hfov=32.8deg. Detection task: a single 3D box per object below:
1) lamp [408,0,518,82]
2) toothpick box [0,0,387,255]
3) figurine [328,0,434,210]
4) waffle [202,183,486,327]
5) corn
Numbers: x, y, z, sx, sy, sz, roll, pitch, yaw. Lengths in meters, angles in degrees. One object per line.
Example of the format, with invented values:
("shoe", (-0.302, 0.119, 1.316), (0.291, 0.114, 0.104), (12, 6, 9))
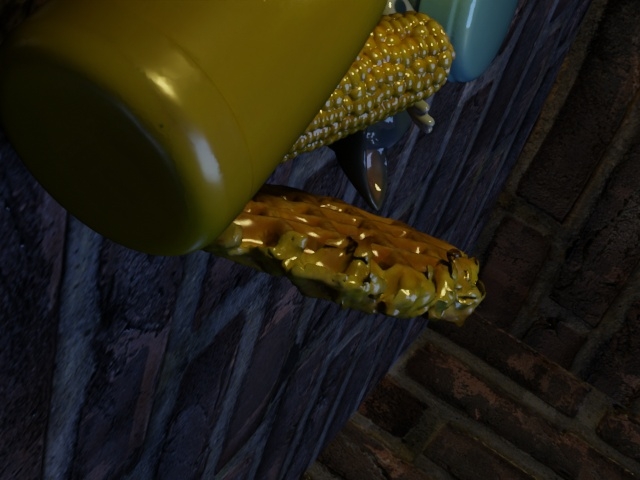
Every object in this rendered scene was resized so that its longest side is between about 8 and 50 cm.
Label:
("lamp", (0.173, -0.304, 1.201), (0.284, 0.147, 0.209), (-54, 170, 21))
("toothpick box", (-0.068, -0.135, 0.724), (0.271, 0.175, 0.175), (-52, 165, -33))
("figurine", (0.032, -0.166, 1.027), (0.140, 0.193, 0.265), (-32, 146, 7))
("waffle", (0.000, 0.000, 0.961), (0.325, 0.302, 0.068), (-1, 108, -61))
("corn", (-0.040, -0.110, 0.869), (0.310, 0.101, 0.101), (-26, 153, -20))
